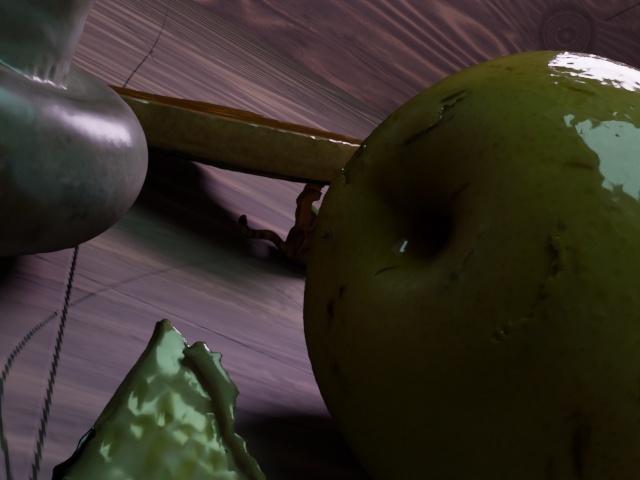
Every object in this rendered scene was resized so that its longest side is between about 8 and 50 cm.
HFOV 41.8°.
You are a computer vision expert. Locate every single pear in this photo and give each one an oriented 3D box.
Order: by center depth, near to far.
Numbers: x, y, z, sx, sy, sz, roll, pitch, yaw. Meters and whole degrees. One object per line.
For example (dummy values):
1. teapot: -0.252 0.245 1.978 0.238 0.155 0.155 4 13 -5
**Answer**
1. pear: 0.151 0.045 0.582 0.348 0.348 0.348 32 15 -10

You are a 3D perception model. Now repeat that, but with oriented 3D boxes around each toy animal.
1. toy animal: -0.004 -0.002 0.918 0.255 0.116 0.114 10 9 -43

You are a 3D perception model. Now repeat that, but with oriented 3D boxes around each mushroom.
1. mushroom: -0.212 -0.117 0.539 0.243 0.243 0.243 32 15 -10

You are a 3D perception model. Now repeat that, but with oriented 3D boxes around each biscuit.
1. biscuit: -0.109 -0.113 0.907 0.344 0.057 0.287 10 10 -13

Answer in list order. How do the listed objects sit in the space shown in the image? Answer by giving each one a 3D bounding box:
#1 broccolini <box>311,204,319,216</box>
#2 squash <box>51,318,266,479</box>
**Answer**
1. broccolini: 0.097 0.025 1.104 0.271 0.062 0.123 35 5 11
2. squash: -0.004 0.170 0.314 0.252 0.093 0.169 33 59 -2
